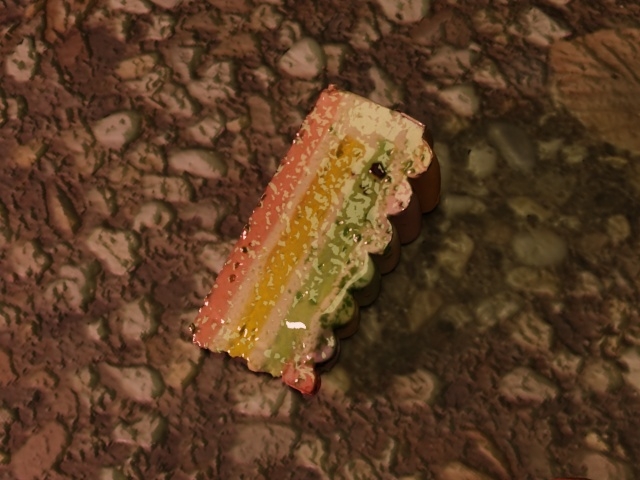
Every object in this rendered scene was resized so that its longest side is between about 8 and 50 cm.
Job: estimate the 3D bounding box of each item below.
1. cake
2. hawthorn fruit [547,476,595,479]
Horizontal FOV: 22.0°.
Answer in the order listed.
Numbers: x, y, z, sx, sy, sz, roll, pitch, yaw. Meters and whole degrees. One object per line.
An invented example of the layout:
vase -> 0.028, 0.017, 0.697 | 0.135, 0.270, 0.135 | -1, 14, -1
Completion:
cake -> 0.004, 0.004, 1.246 | 0.109, 0.090, 0.225 | 28, 87, 15
hawthorn fruit -> 0.189, 0.188, 1.127 | 0.103, 0.066, 0.066 | -14, 60, -27
